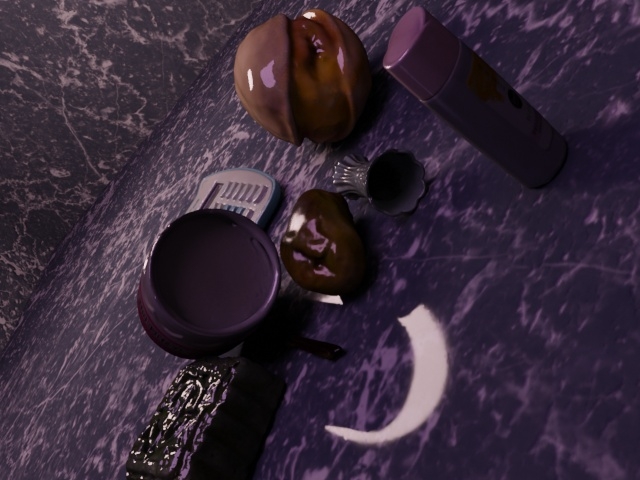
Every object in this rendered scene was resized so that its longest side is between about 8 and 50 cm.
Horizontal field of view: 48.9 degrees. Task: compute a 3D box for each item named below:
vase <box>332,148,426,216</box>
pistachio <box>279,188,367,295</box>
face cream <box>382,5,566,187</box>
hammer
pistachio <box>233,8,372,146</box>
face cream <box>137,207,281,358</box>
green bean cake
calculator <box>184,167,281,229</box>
[{"bbox_3d":[0.066,-0.077,0.893,0.081,0.081,0.149,-57,19,-4],"label":"vase"},{"bbox_3d":[-0.002,0.001,0.881,0.110,0.100,0.189,-43,27,17],"label":"pistachio"},{"bbox_3d":[0.145,-0.129,0.651,0.057,0.198,0.084,-30,35,43],"label":"face cream"},{"bbox_3d":[-0.022,0.130,0.856,0.178,0.021,0.065,1,60,59],"label":"hammer"},{"bbox_3d":[-0.033,-0.265,1.175,0.230,0.230,0.309,-50,29,11],"label":"pistachio"},{"bbox_3d":[-0.152,0.063,0.937,0.175,0.175,0.195,-65,9,-21],"label":"face cream"},{"bbox_3d":[-0.145,0.234,0.867,0.183,0.094,0.185,-20,37,55],"label":"green bean cake"},{"bbox_3d":[-0.194,-0.025,1.338,0.256,0.054,0.386,-59,25,-10],"label":"calculator"}]
